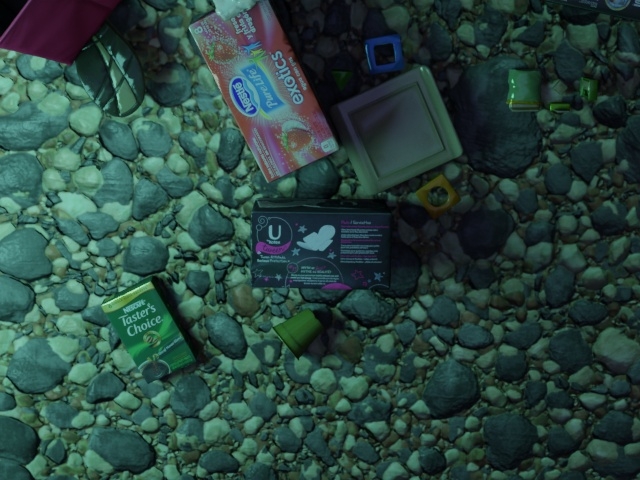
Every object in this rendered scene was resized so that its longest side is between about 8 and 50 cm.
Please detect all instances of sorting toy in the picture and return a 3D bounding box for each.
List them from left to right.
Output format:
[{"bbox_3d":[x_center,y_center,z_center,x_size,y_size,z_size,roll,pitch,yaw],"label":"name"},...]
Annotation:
[{"bbox_3d":[0.137,-0.197,1.844,0.196,0.047,0.347,-23,105,5],"label":"sorting toy"}]

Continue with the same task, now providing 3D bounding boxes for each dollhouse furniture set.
[{"bbox_3d":[0.411,-0.266,1.824,0.152,0.058,0.076,-1,105,-1],"label":"dollhouse furniture set"}]

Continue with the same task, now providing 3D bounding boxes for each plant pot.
[{"bbox_3d":[-0.037,0.171,1.935,0.079,0.083,0.083,-39,103,-4],"label":"plant pot"}]

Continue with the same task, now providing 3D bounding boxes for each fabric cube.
[{"bbox_3d":[-0.465,-0.462,1.621,0.254,0.258,0.259,43,101,7],"label":"fabric cube"}]

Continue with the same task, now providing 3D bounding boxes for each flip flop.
[{"bbox_3d":[-0.397,-0.341,1.787,0.112,0.080,0.277,-39,87,8],"label":"flip flop"}]

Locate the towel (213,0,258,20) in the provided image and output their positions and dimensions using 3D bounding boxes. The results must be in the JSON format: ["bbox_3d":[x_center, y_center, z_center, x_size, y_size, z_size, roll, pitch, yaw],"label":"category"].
[{"bbox_3d":[-0.077,-0.560,1.632,0.332,0.053,0.317,-29,73,17],"label":"towel"}]

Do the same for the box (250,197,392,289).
[{"bbox_3d":[0.000,0.000,1.838,0.247,0.163,0.142,2,102,-2],"label":"box"}]

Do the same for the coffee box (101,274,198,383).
[{"bbox_3d":[-0.324,0.170,1.943,0.113,0.040,0.184,-24,105,6],"label":"coffee box"}]

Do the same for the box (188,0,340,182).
[{"bbox_3d":[-0.093,-0.272,1.768,0.142,0.154,0.300,-25,106,6],"label":"box"}]

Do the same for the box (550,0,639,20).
[{"bbox_3d":[0.418,-0.418,1.701,0.270,0.216,0.060,11,106,-5],"label":"box"}]
